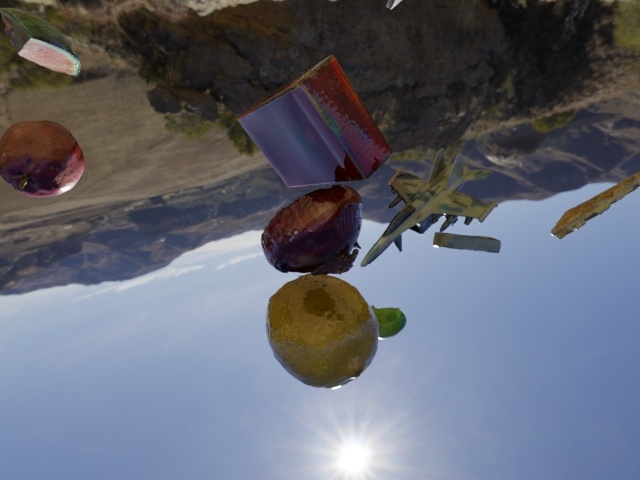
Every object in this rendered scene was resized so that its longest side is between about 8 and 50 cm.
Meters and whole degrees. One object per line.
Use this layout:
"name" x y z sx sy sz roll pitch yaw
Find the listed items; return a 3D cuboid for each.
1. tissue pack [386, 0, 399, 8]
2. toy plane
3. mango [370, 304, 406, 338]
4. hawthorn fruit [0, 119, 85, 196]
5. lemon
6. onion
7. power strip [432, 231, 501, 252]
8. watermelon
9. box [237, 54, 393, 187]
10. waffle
"tissue pack" 0.247 -0.776 1.291 0.108 0.023 0.056 -53 177 -35
"toy plane" 0.157 -0.042 0.658 0.262 0.088 0.192 -49 -132 -10
"mango" 0.212 0.276 1.377 0.178 0.119 0.100 -25 -142 47
"hawthorn fruit" -0.667 -0.181 0.966 0.179 0.179 0.201 -13 -136 18
"lemon" -0.002 0.207 0.974 0.253 0.254 0.310 -21 -139 -35
"onion" 0.000 0.000 0.820 0.229 0.164 0.230 -32 173 -5
"power strip" 0.435 0.006 1.228 0.285 0.048 0.080 3 -174 -36
"watermelon" -0.786 -0.581 1.201 0.146 0.129 0.231 17 -176 26
"box" -0.025 -0.210 0.806 0.089 0.197 0.313 -45 -156 -18
"waffle" 0.549 -0.076 0.786 0.125 0.032 0.191 -28 168 -40
